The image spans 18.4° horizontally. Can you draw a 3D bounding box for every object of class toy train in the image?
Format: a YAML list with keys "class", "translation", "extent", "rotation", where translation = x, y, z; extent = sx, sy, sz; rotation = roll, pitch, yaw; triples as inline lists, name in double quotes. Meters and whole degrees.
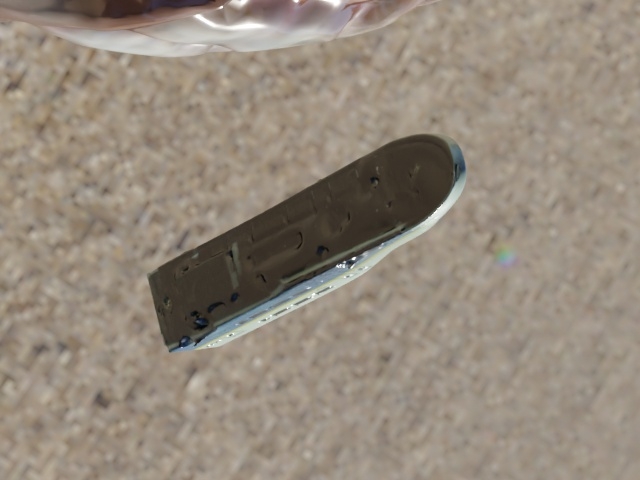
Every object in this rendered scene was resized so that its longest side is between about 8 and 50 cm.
- class: "toy train"
  translation: [0.000, 0.000, 1.072]
  extent: [0.234, 0.052, 0.051]
  rotation: [-28, 163, 38]

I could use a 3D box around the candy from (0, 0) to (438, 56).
- class: "candy"
  translation: [-0.013, -0.141, 0.610]
  extent: [0.289, 0.214, 0.157]
  rotation: [-29, 114, -41]
